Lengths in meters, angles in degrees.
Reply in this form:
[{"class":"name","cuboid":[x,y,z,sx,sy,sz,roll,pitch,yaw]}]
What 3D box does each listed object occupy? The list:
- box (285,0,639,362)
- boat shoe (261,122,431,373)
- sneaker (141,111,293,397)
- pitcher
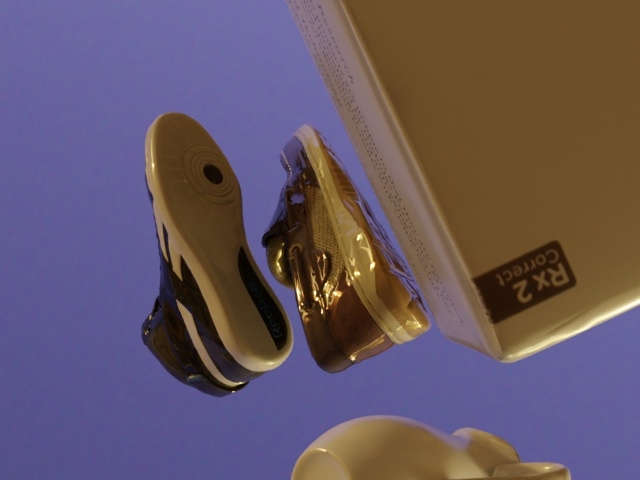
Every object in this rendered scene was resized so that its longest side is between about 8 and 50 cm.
[{"class":"box","cuboid":[0.095,-0.076,0.445,0.181,0.119,0.181,-25,-89,-4]},{"class":"boat shoe","cuboid":[0.000,0.000,0.975,0.103,0.092,0.285,54,-175,-33]},{"class":"sneaker","cuboid":[-0.110,0.019,0.988,0.079,0.121,0.216,-7,-112,-44]},{"class":"pitcher","cuboid":[0.095,0.210,1.099,0.207,0.178,0.125,2,-100,-40]}]
